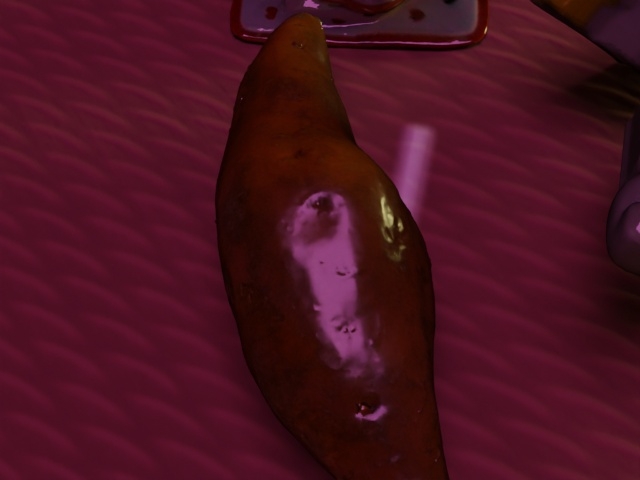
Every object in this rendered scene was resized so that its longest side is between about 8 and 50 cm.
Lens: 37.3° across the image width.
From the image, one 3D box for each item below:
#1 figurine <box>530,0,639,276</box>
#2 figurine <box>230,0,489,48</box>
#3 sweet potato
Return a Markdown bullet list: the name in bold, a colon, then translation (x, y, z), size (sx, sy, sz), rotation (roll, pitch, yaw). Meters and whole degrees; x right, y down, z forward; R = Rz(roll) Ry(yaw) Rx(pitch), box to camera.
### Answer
- **figurine**: translation (0.285, -0.092, 0.502), size (0.343, 0.167, 0.285), rotation (-37, 51, 6)
- **figurine**: translation (0.023, -0.258, 0.603), size (0.184, 0.226, 0.160), rotation (2, 58, 7)
- **sweet potato**: translation (0.000, 0.005, 0.507), size (0.112, 0.112, 0.359), rotation (-16, 60, -6)
